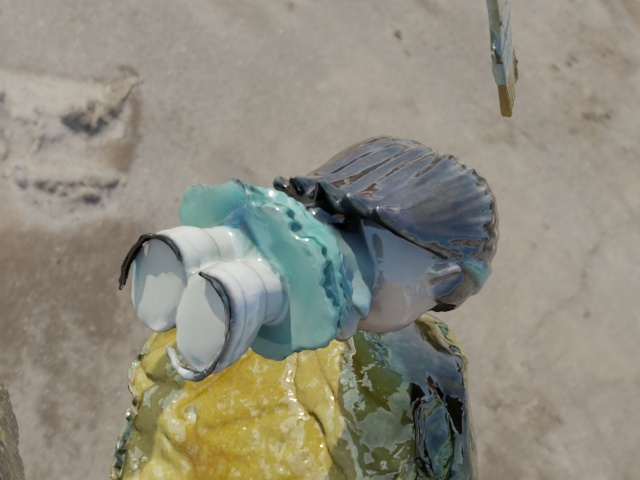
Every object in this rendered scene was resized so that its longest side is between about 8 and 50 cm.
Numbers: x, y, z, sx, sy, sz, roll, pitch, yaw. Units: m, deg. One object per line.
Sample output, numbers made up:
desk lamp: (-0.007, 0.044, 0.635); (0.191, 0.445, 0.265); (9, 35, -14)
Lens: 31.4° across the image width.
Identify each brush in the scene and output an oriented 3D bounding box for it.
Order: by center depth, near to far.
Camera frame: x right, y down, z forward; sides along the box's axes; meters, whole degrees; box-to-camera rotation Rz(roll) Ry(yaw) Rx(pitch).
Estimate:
brush: (0.182, -0.264, 1.199); (0.020, 0.336, 0.085); (3, 55, 18)

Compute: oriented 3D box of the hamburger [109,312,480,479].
hamburger: (-0.017, 0.154, 0.793); (0.134, 0.266, 0.284); (39, 45, -42)

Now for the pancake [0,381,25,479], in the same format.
pancake: (-0.340, 0.244, 1.273); (0.020, 0.184, 0.190); (-21, 48, -1)

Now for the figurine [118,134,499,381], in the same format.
figurine: (0.000, 0.000, 0.641); (0.138, 0.110, 0.245); (38, 32, 28)
